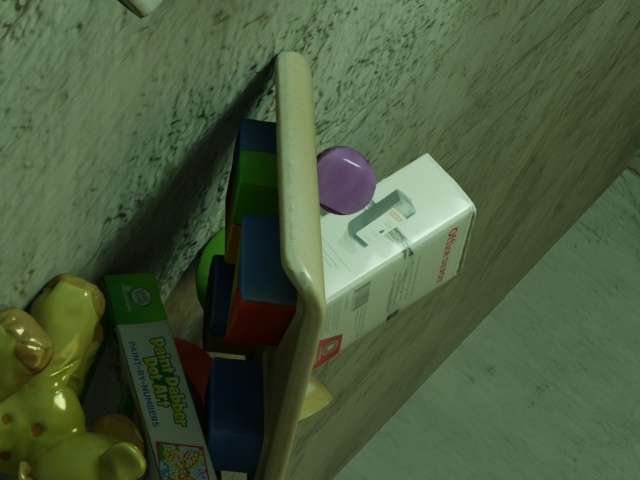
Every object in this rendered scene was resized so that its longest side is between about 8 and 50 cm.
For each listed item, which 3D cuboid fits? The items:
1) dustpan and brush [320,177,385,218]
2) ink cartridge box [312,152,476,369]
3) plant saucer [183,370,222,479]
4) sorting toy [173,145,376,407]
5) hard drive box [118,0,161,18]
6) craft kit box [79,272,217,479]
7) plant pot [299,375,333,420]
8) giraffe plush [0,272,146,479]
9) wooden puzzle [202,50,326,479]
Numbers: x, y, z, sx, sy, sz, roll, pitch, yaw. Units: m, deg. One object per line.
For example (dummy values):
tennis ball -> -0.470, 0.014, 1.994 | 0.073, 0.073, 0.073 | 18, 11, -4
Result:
dustpan and brush -> 0.000, 0.000, 2.114 | 0.211, 0.060, 0.147 | -57, 166, 23
ink cartridge box -> 0.052, 0.024, 2.059 | 0.218, 0.092, 0.158 | -30, 157, -19
plant saucer -> -0.148, 0.230, 1.767 | 0.041, 0.277, 0.278 | -5, 145, -24
sorting toy -> -0.082, 0.048, 1.927 | 0.365, 0.127, 0.126 | -50, -168, 4
hard drive box -> -0.095, -0.239, 1.012 | 0.181, 0.089, 0.232 | -50, 167, -2
craft kit box -> -0.169, 0.199, 1.698 | 0.061, 0.246, 0.250 | -6, 146, -26
plant pot -> -0.104, 0.180, 2.054 | 0.236, 0.032, 0.236 | -12, -174, 1
giraffe plush -> -0.214, 0.159, 1.549 | 0.210, 0.170, 0.181 | -44, 166, -30
wooden puzzle -> -0.055, 0.059, 1.648 | 0.322, 0.081, 0.347 | -94, -171, -50
